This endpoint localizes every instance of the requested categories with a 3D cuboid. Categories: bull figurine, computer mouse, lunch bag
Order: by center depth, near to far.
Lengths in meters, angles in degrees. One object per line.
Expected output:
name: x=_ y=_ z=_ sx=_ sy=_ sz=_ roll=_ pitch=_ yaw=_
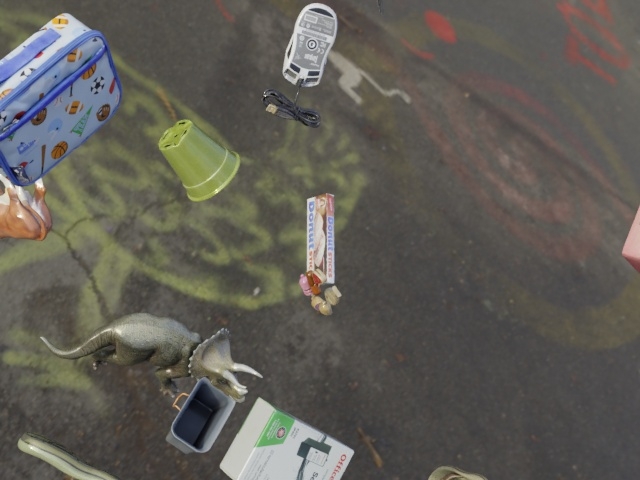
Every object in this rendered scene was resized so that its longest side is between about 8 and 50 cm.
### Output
computer mouse: x=-0.023 y=-0.287 z=1.363 sx=0.106 sy=0.193 sz=0.042 roll=16 pitch=14 yaw=-13
lunch bag: x=-0.502 y=-0.249 z=1.510 sx=0.115 sy=0.243 sz=0.303 roll=34 pitch=66 yaw=15
bull figurine: x=-0.727 y=-0.074 z=1.912 sx=0.101 sy=0.310 sz=0.188 roll=-28 pitch=115 yaw=-55

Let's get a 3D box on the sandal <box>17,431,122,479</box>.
sandal: x=-0.425 y=0.453 z=1.532 sx=0.303 sy=0.120 sz=0.086 roll=30 pitch=72 yaw=1

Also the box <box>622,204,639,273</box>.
box: x=0.517 y=-0.003 z=1.023 sx=0.127 sy=0.232 sz=0.148 roll=29 pitch=81 yaw=-48

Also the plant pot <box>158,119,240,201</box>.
plant pot: x=-0.155 y=-0.104 z=1.033 sx=0.079 sy=0.083 sz=0.083 roll=48 pitch=30 yaw=-36

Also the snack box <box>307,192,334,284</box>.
snack box: x=0.000 y=0.000 z=1.662 sx=0.022 sy=0.064 sz=0.178 roll=9 pitch=75 yaw=-38

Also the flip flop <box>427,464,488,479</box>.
flip flop: x=0.327 y=0.620 z=2.059 sx=0.080 sy=0.277 sz=0.112 roll=-13 pitch=86 yaw=-23

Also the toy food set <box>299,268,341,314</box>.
toy food set: x=-0.006 y=0.079 z=1.295 sx=0.019 sy=0.122 sz=0.078 roll=-33 pitch=75 yaw=-19

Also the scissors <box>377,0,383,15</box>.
scissors: x=0.079 y=-0.358 z=1.197 sx=0.297 sy=0.021 sz=0.109 roll=64 pitch=16 yaw=-72

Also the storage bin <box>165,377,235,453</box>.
storage bin: x=-0.241 y=0.338 z=1.599 sx=0.098 sy=0.091 sz=0.135 roll=36 pitch=53 yaw=-9

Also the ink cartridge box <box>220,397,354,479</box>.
ink cartridge box: x=-0.060 y=0.417 z=1.603 sx=0.208 sy=0.087 sz=0.153 roll=33 pitch=80 yaw=-28

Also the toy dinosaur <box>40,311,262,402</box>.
toy dinosaur: x=-0.254 y=0.156 z=1.280 sx=0.314 sy=0.160 sz=0.121 roll=24 pitch=49 yaw=-17
